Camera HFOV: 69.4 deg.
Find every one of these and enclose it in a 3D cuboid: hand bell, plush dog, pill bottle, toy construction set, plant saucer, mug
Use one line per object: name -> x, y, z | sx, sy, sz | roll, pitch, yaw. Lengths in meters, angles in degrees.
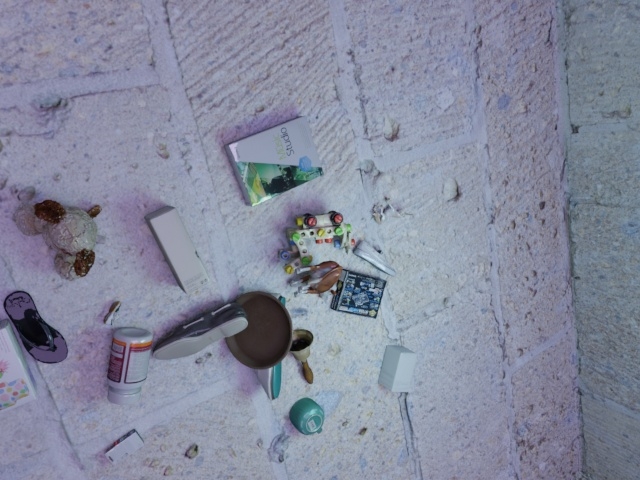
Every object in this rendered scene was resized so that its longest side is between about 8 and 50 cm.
hand bell -> -0.066, 0.487, 1.849 | 0.126, 0.126, 0.242 | -27, 123, -23
plush dog -> -0.705, -0.021, 1.309 | 0.210, 0.225, 0.263 | -38, 114, -19
pill bottle -> -0.619, 0.404, 1.490 | 0.121, 0.121, 0.222 | 8, 95, -30
toy construction set -> 0.000, 0.000, 1.759 | 0.327, 0.151, 0.215 | -10, 103, -28
plant saucer -> -0.219, 0.320, 1.656 | 0.041, 0.277, 0.278 | 1, 100, -69
mug -> -0.038, 0.727, 1.890 | 0.157, 0.097, 0.130 | 20, 88, -30

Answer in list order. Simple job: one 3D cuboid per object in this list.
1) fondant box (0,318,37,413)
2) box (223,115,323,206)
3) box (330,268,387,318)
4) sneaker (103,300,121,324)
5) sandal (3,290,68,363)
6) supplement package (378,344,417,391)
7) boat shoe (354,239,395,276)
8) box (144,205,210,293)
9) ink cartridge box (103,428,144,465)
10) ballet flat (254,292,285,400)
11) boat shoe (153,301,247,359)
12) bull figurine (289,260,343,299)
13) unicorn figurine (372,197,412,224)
fondant box -> -1.010, 0.396, 1.282 | 0.330, 0.096, 0.239 | -20, 107, -25
box -> -0.160, -0.290, 1.675 | 0.321, 0.058, 0.233 | -28, 111, -22
box -> 0.164, 0.227, 1.949 | 0.220, 0.051, 0.175 | 15, 91, -31
sneaker -> -0.665, 0.235, 1.493 | 0.037, 0.031, 0.083 | 35, 85, -43
sandal -> -0.852, 0.271, 1.373 | 0.097, 0.054, 0.255 | -34, 113, -21
supplement package -> 0.348, 0.576, 2.081 | 0.105, 0.105, 0.180 | 12, 93, -30
boat shoe -> 0.246, 0.076, 1.952 | 0.226, 0.083, 0.076 | 32, 83, -29
box -> -0.470, 0.029, 1.521 | 0.094, 0.113, 0.275 | -29, 112, -23
ink cartridge box -> -0.666, 0.702, 1.567 | 0.115, 0.029, 0.063 | -32, 113, -21
ballet flat -> -0.207, 0.391, 1.733 | 0.139, 0.139, 0.401 | 1, 94, -30
boat shoe -> -0.419, 0.314, 1.607 | 0.334, 0.096, 0.112 | -21, 141, -10
bull figurine -> -0.010, 0.154, 1.743 | 0.188, 0.310, 0.101 | -13, 69, -15
unicorn figurine -> 0.295, -0.124, 1.969 | 0.161, 0.060, 0.111 | -30, 113, -5
